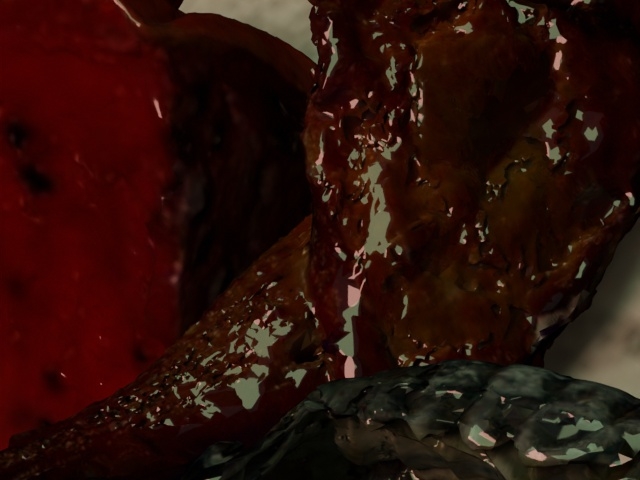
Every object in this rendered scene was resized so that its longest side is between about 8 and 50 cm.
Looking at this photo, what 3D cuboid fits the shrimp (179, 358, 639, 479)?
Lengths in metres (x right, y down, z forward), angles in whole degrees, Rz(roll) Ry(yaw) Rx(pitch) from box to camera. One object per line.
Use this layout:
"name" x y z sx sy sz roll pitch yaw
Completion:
"shrimp" 0.060 0.052 0.326 0.174 0.082 0.076 18 65 26

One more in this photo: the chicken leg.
"chicken leg" 0.006 0.003 0.405 0.205 0.093 0.053 -55 17 -19

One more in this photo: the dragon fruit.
"dragon fruit" -0.082 -0.008 0.489 0.192 0.122 0.092 -6 15 32
